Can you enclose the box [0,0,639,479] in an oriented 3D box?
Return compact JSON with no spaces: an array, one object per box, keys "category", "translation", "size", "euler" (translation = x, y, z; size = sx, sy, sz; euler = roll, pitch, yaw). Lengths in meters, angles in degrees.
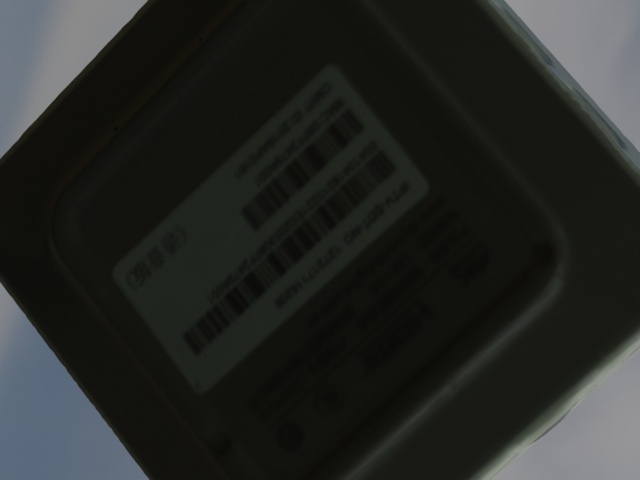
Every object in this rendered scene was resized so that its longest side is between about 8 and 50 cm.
[{"category":"box","translation":[0.000,0.000,1.235],"size":[0.367,0.090,0.373],"euler":[-45,-106,19]}]
